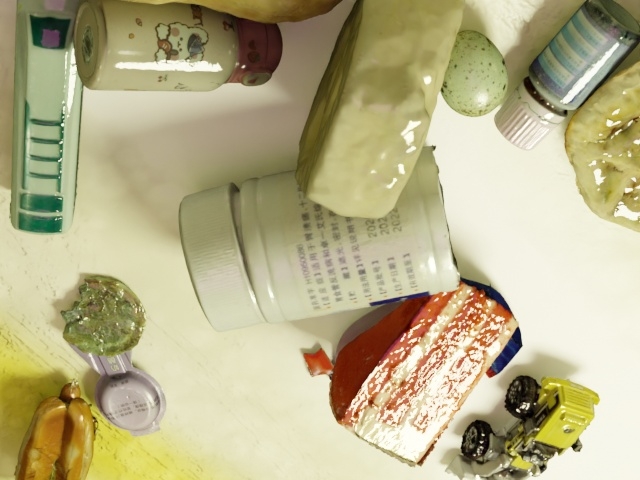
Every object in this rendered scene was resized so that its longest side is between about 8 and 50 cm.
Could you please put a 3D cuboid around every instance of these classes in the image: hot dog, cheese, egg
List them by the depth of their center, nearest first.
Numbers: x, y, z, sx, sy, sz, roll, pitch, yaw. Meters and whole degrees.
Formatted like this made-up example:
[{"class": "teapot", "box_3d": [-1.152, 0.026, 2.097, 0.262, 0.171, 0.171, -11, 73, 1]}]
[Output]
[{"class": "cheese", "box_3d": [0.062, -0.180, 1.473, 0.115, 0.326, 0.318, 17, 88, -9]}, {"class": "egg", "box_3d": [0.182, -0.202, 1.572, 0.085, 0.085, 0.110, -15, 125, 9]}, {"class": "cheese", "box_3d": [-0.288, 0.212, 1.906, 0.105, 0.042, 0.191, -15, 119, 8]}, {"class": "hot dog", "box_3d": [-0.397, 0.312, 1.965, 0.109, 0.072, 0.269, 11, 129, -14]}]

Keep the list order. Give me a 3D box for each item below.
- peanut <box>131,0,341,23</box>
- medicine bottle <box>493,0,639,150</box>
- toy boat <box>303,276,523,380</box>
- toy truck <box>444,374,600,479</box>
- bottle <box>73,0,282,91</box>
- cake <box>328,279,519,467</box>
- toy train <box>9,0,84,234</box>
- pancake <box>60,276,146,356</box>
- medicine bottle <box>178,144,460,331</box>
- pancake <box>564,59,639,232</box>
[{"class": "peanut", "box_3d": [-0.144, -0.329, 1.384, 0.387, 0.192, 0.169, 9, 113, -9]}, {"class": "medicine bottle", "box_3d": [0.297, -0.200, 1.581, 0.083, 0.083, 0.203, 26, 121, -22]}, {"class": "toy boat", "box_3d": [0.129, 0.123, 1.858, 0.318, 0.072, 0.219, 0, 132, 9]}, {"class": "toy truck", "box_3d": [0.307, 0.310, 1.976, 0.136, 0.111, 0.286, 20, 128, -20]}, {"class": "bottle", "box_3d": [-0.157, -0.224, 1.489, 0.233, 0.110, 0.110, -2, 132, -28]}, {"class": "cake", "box_3d": [0.140, 0.157, 1.812, 0.158, 0.159, 0.262, 33, 99, -19]}, {"class": "toy train", "box_3d": [-0.327, -0.188, 1.554, 0.086, 0.088, 0.407, 6, 127, -7]}, {"class": "pancake", "box_3d": [-0.304, 0.112, 1.828, 0.116, 0.022, 0.129, 31, 116, -17]}, {"class": "medicine bottle", "box_3d": [0.000, 0.000, 1.657, 0.332, 0.190, 0.190, -10, 129, 5]}, {"class": "pancake", "box_3d": [0.496, -0.135, 1.617, 0.387, 0.082, 0.387, -7, 138, -6]}]
